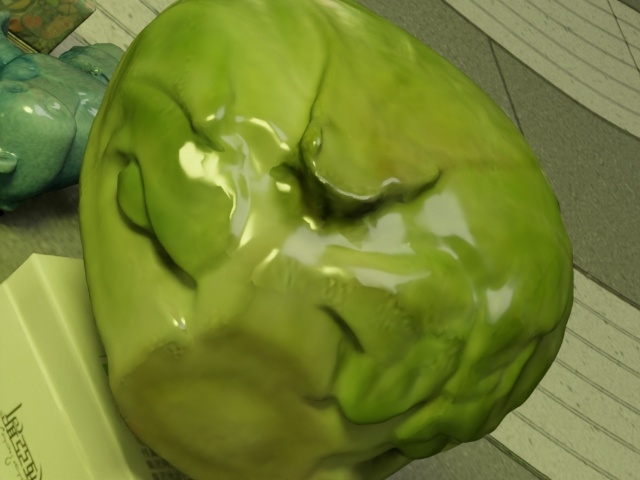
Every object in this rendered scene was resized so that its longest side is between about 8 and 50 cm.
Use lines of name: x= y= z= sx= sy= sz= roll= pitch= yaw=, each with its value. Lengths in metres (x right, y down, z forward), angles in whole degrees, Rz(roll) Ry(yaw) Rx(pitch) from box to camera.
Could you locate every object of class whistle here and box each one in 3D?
whistle: x=-0.181 y=-0.093 z=1.208 sx=0.180 sy=0.093 sz=0.269 roll=28 pitch=26 yaw=1

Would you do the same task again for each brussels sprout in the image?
brussels sprout: x=0.000 y=0.000 z=0.978 sx=0.328 sy=0.247 sz=0.328 roll=22 pitch=39 yaw=-20

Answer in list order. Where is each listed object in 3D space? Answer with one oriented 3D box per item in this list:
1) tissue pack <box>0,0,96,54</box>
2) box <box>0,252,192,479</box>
tissue pack: x=-0.220 y=-0.188 z=1.297 sx=0.083 sy=0.063 sz=0.035 roll=36 pitch=27 yaw=-30
box: x=-0.088 y=0.123 z=1.062 sx=0.260 sy=0.111 sz=0.194 roll=8 pitch=48 yaw=-53
